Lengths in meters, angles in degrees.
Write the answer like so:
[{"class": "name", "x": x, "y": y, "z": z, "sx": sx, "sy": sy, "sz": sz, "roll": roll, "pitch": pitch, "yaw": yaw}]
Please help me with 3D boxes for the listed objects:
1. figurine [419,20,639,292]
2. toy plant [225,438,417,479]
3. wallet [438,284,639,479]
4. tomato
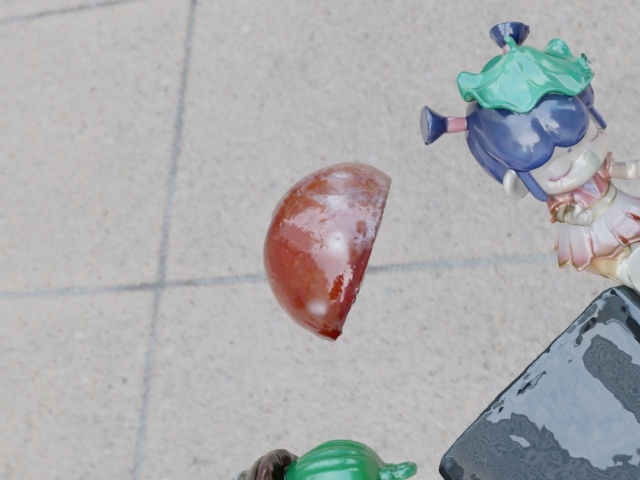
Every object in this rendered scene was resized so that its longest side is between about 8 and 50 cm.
[{"class": "figurine", "x": 0.161, "y": -0.052, "z": 0.772, "sx": 0.111, "sy": 0.195, "sz": 0.102, "roll": -41, "pitch": 19, "yaw": -20}, {"class": "toy plant", "x": -0.011, "y": 0.234, "z": 1.000, "sx": 0.200, "sy": 0.143, "sz": 0.105, "roll": -22, "pitch": 87, "yaw": 17}, {"class": "wallet", "x": 0.276, "y": 0.232, "z": 0.798, "sx": 0.228, "sy": 0.062, "sz": 0.406, "roll": -49, "pitch": 49, "yaw": 12}, {"class": "tomato", "x": 0.000, "y": 0.000, "z": 0.940, "sx": 0.091, "sy": 0.139, "sz": 0.159, "roll": 22, "pitch": 37, "yaw": 1}]
